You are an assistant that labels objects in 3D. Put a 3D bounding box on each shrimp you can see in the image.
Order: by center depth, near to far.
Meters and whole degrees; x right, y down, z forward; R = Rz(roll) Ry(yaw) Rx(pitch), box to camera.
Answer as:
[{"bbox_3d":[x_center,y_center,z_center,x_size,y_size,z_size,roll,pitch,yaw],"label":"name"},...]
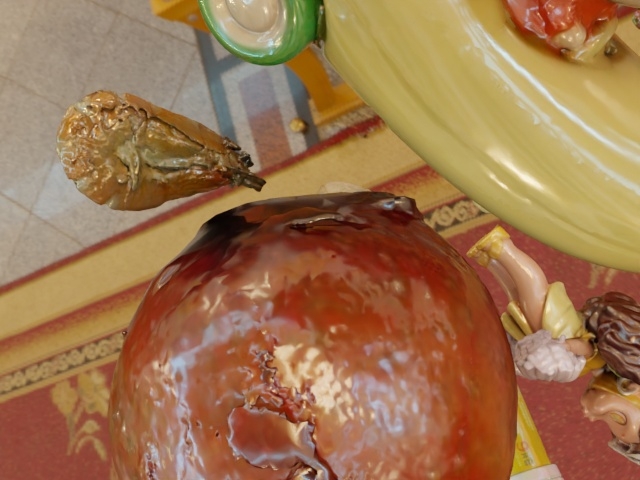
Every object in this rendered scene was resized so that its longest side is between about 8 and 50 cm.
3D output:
[{"bbox_3d":[-0.125,-0.066,0.647,0.043,0.184,0.091,11,95,53],"label":"shrimp"}]

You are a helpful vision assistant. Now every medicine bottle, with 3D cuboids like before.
[{"bbox_3d":[0.197,0.182,0.897,0.074,0.074,0.218,-29,64,21],"label":"medicine bottle"}]

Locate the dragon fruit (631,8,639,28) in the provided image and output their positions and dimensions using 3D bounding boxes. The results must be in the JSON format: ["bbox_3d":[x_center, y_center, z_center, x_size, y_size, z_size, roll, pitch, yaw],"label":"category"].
[{"bbox_3d":[0.658,-0.380,1.386,0.236,0.137,0.135,47,129,37],"label":"dragon fruit"}]

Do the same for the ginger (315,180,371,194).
[{"bbox_3d":[-0.002,-0.001,0.816,0.190,0.095,0.069,-28,33,43],"label":"ginger"}]

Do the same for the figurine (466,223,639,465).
[{"bbox_3d":[0.222,0.089,0.690,0.240,0.175,0.115,34,84,4],"label":"figurine"}]

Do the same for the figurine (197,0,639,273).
[{"bbox_3d":[0.088,-0.122,0.321,0.324,0.124,0.222,45,135,-4],"label":"figurine"}]

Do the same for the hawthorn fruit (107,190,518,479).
[{"bbox_3d":[-0.003,0.104,0.573,0.316,0.316,0.315,-5,80,27],"label":"hawthorn fruit"}]
